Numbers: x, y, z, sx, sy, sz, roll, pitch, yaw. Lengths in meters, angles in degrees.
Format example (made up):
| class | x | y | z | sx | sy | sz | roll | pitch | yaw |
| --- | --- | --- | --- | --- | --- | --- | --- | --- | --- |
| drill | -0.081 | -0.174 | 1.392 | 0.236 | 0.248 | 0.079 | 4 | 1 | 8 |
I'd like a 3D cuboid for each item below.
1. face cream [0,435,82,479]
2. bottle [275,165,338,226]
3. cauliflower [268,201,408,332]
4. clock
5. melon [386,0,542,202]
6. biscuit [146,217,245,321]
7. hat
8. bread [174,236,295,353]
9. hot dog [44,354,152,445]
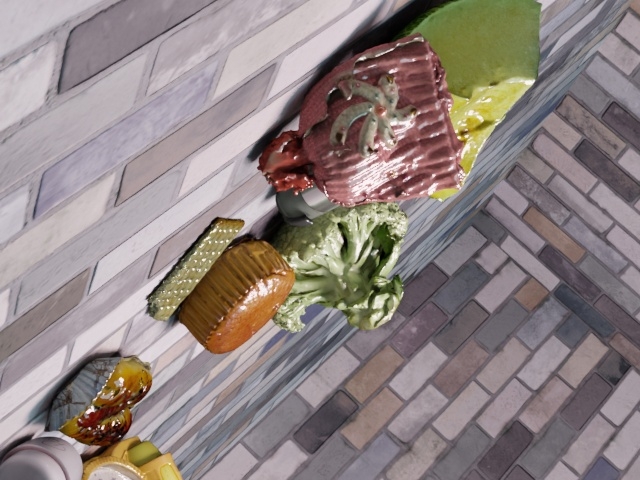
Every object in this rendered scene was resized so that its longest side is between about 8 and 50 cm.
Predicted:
| class | x | y | z | sx | sy | sz | roll | pitch | yaw |
| --- | --- | --- | --- | --- | --- | --- | --- | --- | --- |
| face cream | -0.411 | 0.347 | 1.760 | 0.117 | 0.117 | 0.104 | -51 | 178 | 19 |
| bottle | 0.034 | -0.093 | 1.805 | 0.254 | 0.079 | 0.096 | -25 | -130 | 41 |
| cauliflower | 0.042 | 0.042 | 2.090 | 0.272 | 0.250 | 0.275 | -37 | 170 | -38 |
| clock | -0.378 | 0.511 | 2.193 | 0.200 | 0.244 | 0.317 | -35 | 172 | 23 |
| melon | 0.182 | -0.201 | 1.858 | 0.331 | 0.226 | 0.343 | -37 | 174 | -32 |
| biscuit | -0.193 | 0.045 | 1.790 | 0.203 | 0.016 | 0.144 | -49 | 170 | 7 |
| hat | 0.051 | -0.137 | 1.640 | 0.286 | 0.236 | 0.107 | -18 | -160 | -2 |
| bread | -0.132 | 0.095 | 1.943 | 0.199 | 0.104 | 0.199 | -39 | 162 | -15 |
| hot dog | -0.325 | 0.243 | 1.821 | 0.162 | 0.082 | 0.270 | -48 | 169 | -4 |
